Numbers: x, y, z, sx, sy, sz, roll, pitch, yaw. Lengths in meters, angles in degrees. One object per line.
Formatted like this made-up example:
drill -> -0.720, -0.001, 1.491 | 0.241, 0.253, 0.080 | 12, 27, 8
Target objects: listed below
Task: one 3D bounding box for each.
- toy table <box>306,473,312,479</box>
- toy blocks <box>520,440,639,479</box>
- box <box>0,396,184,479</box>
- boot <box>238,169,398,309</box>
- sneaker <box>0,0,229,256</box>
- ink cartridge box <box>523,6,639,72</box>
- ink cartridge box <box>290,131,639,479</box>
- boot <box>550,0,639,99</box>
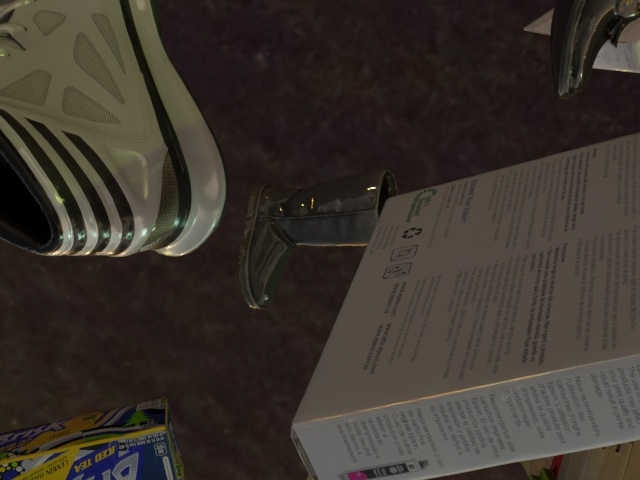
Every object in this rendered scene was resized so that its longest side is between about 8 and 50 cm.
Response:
toy table -> 0.072, 0.324, 1.731 | 0.161, 0.274, 0.252 | 8, 111, 8
toy blocks -> 0.361, 0.226, 1.485 | 0.191, 0.260, 0.381 | 13, -172, -2
box -> -0.181, 0.159, 0.794 | 0.169, 0.054, 0.059 | -11, 106, -3
boot -> -0.001, 0.001, 1.539 | 0.209, 0.189, 0.076 | 1, 176, 24
sneaker -> -0.271, -0.181, 1.010 | 0.169, 0.257, 0.447 | -40, 71, 31
ink cartridge box -> 0.567, -0.413, 2.123 | 0.261, 0.296, 0.066 | 21, 139, 52
ink cartridge box -> 0.172, 0.026, 0.790 | 0.330, 0.324, 0.071 | -14, 113, 22
boot -> 0.349, -0.232, 1.082 | 0.229, 0.091, 0.262 | 14, 113, -3
